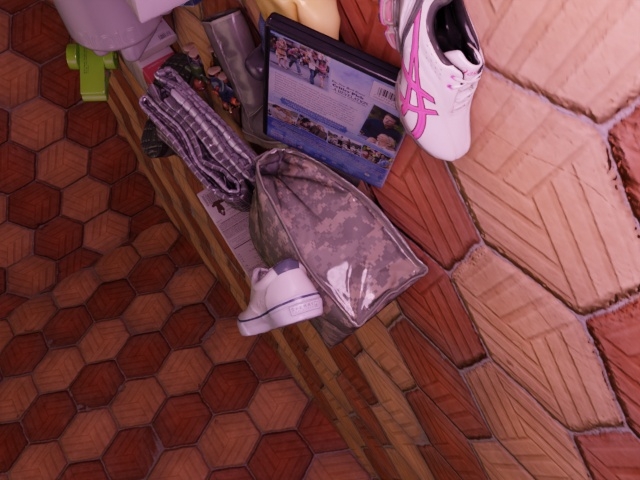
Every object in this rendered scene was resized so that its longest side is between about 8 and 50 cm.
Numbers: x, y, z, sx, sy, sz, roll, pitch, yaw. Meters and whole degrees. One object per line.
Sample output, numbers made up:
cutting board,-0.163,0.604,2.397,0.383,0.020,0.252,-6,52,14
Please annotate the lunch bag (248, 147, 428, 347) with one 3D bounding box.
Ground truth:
lunch bag,0.000,0.000,1.088,0.287,0.169,0.235,51,163,8

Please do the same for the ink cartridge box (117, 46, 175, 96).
ink cartridge box,-0.401,-0.422,1.666,0.218,0.092,0.159,51,166,16

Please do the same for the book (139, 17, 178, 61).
book,-0.386,-0.462,1.521,0.144,0.096,0.035,52,168,21

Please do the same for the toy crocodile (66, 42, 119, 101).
toy crocodile,-0.563,-0.511,1.739,0.105,0.115,0.341,160,104,-89

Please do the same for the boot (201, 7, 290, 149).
boot,-0.096,-0.251,1.088,0.189,0.076,0.209,16,126,46

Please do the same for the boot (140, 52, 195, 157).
boot,-0.301,-0.293,1.569,0.083,0.247,0.161,32,-159,22

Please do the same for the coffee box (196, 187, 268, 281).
coffee box,-0.165,-0.032,1.620,0.247,0.098,0.141,59,-169,-6

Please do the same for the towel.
towel,-0.220,-0.181,1.368,0.284,0.121,0.235,46,180,4

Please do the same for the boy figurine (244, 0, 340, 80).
boy figurine,-0.036,-0.260,0.809,0.177,0.092,0.285,55,170,10

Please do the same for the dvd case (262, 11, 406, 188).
dvd case,0.015,-0.154,0.836,0.180,0.022,0.253,26,162,3

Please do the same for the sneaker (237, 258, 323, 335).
sneaker,-0.063,0.080,1.012,0.258,0.094,0.091,-30,74,64

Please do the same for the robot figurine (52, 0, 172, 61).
robot figurine,-0.416,-0.502,1.324,0.299,0.200,0.353,10,151,11

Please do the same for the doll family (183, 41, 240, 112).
doll family,-0.162,-0.272,1.238,0.193,0.076,0.111,46,157,28

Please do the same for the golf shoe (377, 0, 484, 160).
golf shoe,0.107,-0.144,0.625,0.086,0.067,0.186,37,155,50

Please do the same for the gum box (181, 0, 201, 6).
gum box,-0.280,-0.477,1.150,0.156,0.041,0.184,16,142,38

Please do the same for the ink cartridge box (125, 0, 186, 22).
ink cartridge box,-0.222,-0.439,0.877,0.233,0.168,0.171,54,165,10
